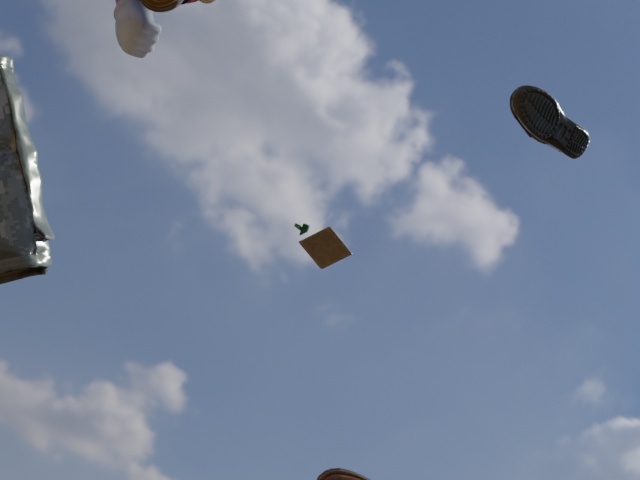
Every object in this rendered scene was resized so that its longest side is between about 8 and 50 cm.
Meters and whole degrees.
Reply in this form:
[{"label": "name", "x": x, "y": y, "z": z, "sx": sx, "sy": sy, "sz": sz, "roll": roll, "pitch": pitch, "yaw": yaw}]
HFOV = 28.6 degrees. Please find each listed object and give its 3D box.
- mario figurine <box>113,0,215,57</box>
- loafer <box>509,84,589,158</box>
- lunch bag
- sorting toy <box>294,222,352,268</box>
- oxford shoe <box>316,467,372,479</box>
[{"label": "mario figurine", "x": -0.142, "y": -0.305, "z": 1.388, "sx": 0.320, "sy": 0.198, "sz": 0.170, "roll": -125, "pitch": -158, "yaw": -75}, {"label": "loafer", "x": 0.284, "y": -0.150, "z": 1.604, "sx": 0.148, "sy": 0.056, "sz": 0.050, "roll": 36, "pitch": -7, "yaw": -37}, {"label": "lunch bag", "x": -0.427, "y": -0.055, "z": 1.357, "sx": 0.287, "sy": 0.235, "sz": 0.169, "roll": -12, "pitch": -4, "yaw": 15}, {"label": "sorting toy", "x": 0.000, "y": 0.000, "z": 1.807, "sx": 0.062, "sy": 0.012, "sz": 0.083, "roll": -25, "pitch": -63, "yaw": 30}, {"label": "oxford shoe", "x": 0.077, "y": 0.377, "z": 1.620, "sx": 0.212, "sy": 0.076, "sz": 0.076, "roll": 44, "pitch": 10, "yaw": -7}]
